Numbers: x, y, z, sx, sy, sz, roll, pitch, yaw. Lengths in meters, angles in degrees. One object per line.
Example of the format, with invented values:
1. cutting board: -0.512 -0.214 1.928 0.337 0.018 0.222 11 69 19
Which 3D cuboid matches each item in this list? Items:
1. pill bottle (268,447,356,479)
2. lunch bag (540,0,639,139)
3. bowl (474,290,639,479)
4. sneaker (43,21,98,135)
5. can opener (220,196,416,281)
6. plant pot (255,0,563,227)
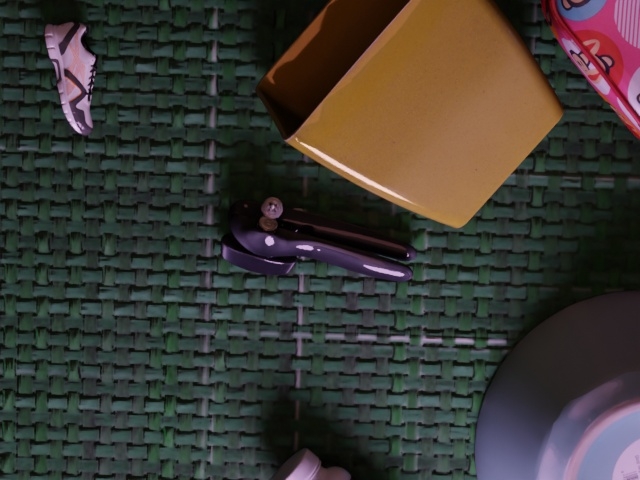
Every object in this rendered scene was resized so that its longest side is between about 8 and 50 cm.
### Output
1. pill bottle: 0.019 0.272 1.890 0.152 0.086 0.086 44 97 -6
2. lunch bag: 0.375 -0.217 1.795 0.293 0.120 0.258 -38 97 5
3. bowl: 0.304 0.213 1.843 0.312 0.163 0.311 0 100 1
4. sneaker: -0.225 -0.152 1.848 0.044 0.040 0.109 -13 99 0
5. can opener: 0.000 0.000 1.871 0.186 0.073 0.059 8 60 -4
6. plant pot: 0.092 -0.136 1.777 0.187 0.212 0.212 39 97 -18
